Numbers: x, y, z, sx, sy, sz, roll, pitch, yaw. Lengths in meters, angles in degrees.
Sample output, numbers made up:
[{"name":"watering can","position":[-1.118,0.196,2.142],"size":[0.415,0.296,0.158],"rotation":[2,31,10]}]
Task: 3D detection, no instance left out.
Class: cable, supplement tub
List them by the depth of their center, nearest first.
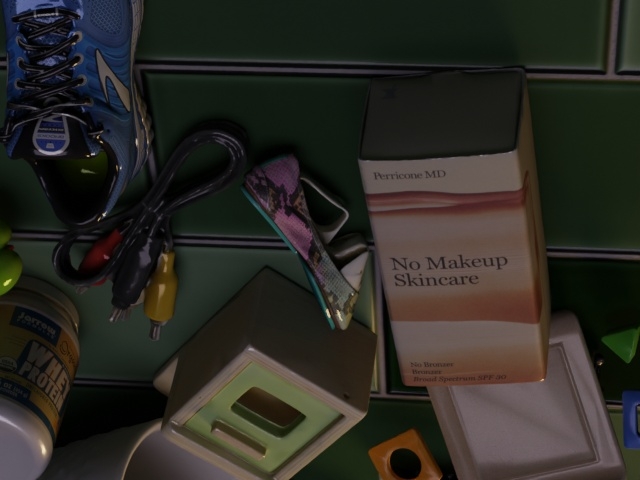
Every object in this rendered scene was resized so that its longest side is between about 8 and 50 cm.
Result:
[{"name":"cable","position":[-0.173,-0.026,1.695],"size":[0.139,0.072,0.287],"rotation":[30,118,-1]},{"name":"supplement tub","position":[-0.335,0.148,1.759],"size":[0.144,0.200,0.144],"rotation":[4,133,5]}]

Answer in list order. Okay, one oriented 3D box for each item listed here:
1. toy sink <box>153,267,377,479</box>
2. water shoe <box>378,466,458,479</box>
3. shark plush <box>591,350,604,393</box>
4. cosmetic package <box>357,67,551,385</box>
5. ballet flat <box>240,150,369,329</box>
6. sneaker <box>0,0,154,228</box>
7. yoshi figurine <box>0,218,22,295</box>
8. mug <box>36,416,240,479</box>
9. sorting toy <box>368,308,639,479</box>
[{"name":"toy sink","position":[-0.072,0.169,1.785],"size":[0.153,0.131,0.234],"rotation":[33,129,-19]},{"name":"water shoe","position":[0.163,0.291,1.918],"size":[0.203,0.073,0.080],"rotation":[27,104,-15]},{"name":"shark plush","position":[0.264,0.187,1.807],"size":[0.067,0.073,0.161],"rotation":[36,140,17]},{"name":"cosmetic package","position":[0.134,-0.007,1.596],"size":[0.153,0.129,0.296],"rotation":[-3,131,13]},{"name":"ballet flat","position":[0.000,0.000,1.670],"size":[0.079,0.077,0.221],"rotation":[-31,125,1]},{"name":"sneaker","position":[-0.225,-0.148,1.512],"size":[0.129,0.147,0.330],"rotation":[-1,131,10]},{"name":"yoshi figurine","position":[-0.479,0.064,1.701],"size":[0.362,0.203,0.203],"rotation":[-22,126,26]},{"name":"mug","position":[-0.275,0.404,1.869],"size":[0.328,0.374,0.276],"rotation":[-18,132,31]},{"name":"sorting toy","position":[0.214,0.183,1.774],"size":[0.347,0.047,0.196],"rotation":[-16,95,21]}]
